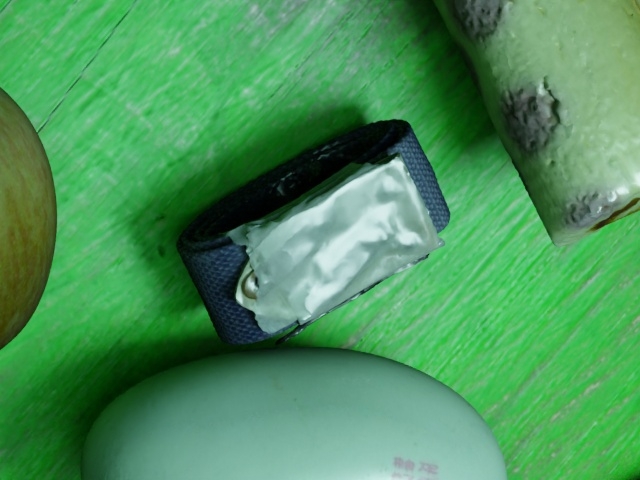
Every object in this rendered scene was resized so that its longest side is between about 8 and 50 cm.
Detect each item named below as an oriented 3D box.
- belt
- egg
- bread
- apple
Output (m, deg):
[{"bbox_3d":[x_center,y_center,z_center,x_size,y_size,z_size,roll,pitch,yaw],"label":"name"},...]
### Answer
[{"bbox_3d":[0.000,0.000,1.592,0.230,0.139,0.126,-29,111,-13],"label":"belt"},{"bbox_3d":[-0.020,0.204,1.590,0.371,0.230,0.230,6,102,-17],"label":"egg"},{"bbox_3d":[0.205,-0.182,1.563,0.187,0.155,0.338,-26,86,-12],"label":"bread"},{"bbox_3d":[-0.321,-0.005,1.414,0.257,0.257,0.234,-23,113,-13],"label":"apple"}]
